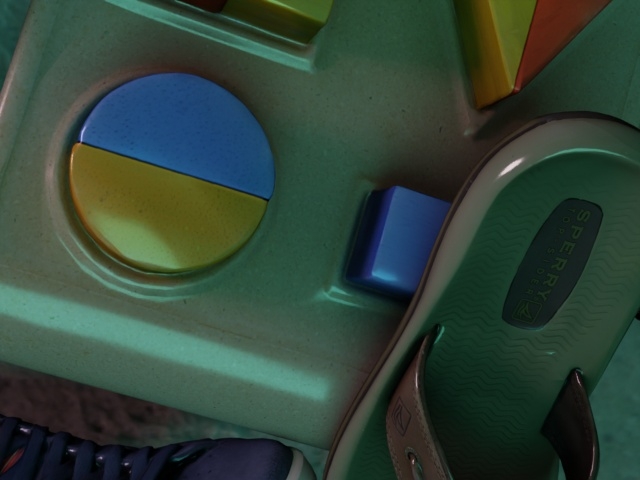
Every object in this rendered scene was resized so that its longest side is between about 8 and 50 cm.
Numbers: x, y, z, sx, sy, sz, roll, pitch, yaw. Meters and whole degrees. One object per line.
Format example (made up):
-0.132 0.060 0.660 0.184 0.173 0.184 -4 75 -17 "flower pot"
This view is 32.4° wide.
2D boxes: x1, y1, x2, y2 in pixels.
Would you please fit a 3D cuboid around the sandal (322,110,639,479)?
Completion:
0.075 0.088 0.496 0.120 0.086 0.302 7 121 -11 "sandal"

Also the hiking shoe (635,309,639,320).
0.219 0.031 0.653 0.227 0.086 0.114 4 90 -7 "hiking shoe"

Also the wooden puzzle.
0.016 -0.069 0.543 0.322 0.080 0.347 18 88 -12 "wooden puzzle"

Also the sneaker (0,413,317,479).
-0.168 0.147 0.618 0.350 0.131 0.148 -21 111 31 "sneaker"
